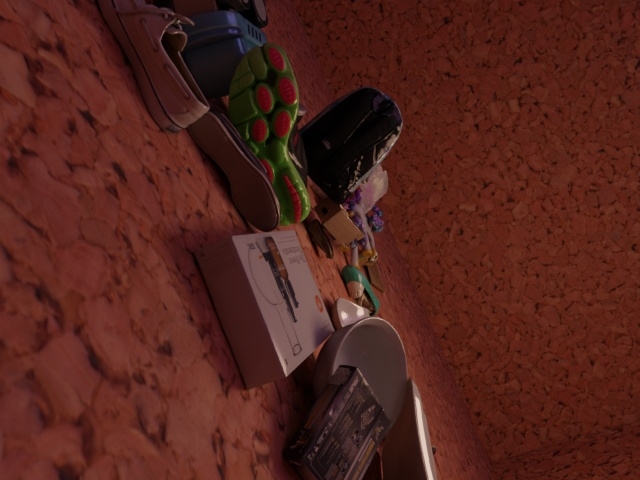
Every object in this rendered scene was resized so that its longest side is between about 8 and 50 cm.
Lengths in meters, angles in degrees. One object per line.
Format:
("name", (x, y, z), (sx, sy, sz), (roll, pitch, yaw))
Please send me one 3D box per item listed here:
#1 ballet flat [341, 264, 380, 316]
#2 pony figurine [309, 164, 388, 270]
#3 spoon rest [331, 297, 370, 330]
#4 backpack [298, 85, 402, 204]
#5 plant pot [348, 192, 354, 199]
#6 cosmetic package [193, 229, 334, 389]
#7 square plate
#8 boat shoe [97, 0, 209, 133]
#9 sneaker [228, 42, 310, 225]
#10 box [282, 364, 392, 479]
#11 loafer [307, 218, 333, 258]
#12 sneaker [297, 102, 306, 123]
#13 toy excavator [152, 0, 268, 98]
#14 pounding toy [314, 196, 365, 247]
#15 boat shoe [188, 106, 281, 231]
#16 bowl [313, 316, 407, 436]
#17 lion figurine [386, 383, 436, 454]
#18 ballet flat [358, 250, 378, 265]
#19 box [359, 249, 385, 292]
("ballet flat", (0.152, 0.199, 1.870), (0.247, 0.083, 0.087), (54, 34, -32))
("pony figurine", (0.135, -0.108, 1.973), (0.351, 0.302, 0.364), (57, 31, -57))
("spoon rest", (0.107, 0.253, 1.628), (0.276, 0.084, 0.137), (22, 46, -69))
("backpack", (0.101, -0.344, 1.657), (0.290, 0.355, 0.273), (44, 17, -3))
("plant pot", (0.092, -0.200, 2.199), (0.109, 0.096, 0.109), (35, 36, -62))
("cosmetic package", (-0.102, 0.126, 1.108), (0.377, 0.097, 0.285), (-13, 83, -74))
("square plate", (0.217, 0.582, 1.234), (0.344, 0.049, 0.347), (-87, -174, -56))
("boat shoe", (-0.325, -0.420, 1.029), (0.367, 0.156, 0.136), (67, 15, 0))
("sneaker", (-0.133, -0.273, 1.332), (0.202, 0.185, 0.483), (-101, -175, -58))
("box", (0.044, 0.409, 1.047), (0.231, 0.056, 0.183), (-51, 121, -36))
("loafer", (0.000, 0.000, 1.693), (0.148, 0.050, 0.056), (66, 10, 11))
("sneaker", (-0.192, -0.440, 1.631), (0.295, 0.147, 0.104), (39, 31, 14))
("toy excavator", (-0.229, -0.442, 1.377), (0.433, 0.222, 0.446), (-30, 110, -75))
("pounding toy", (0.069, -0.054, 1.751), (0.206, 0.094, 0.181), (48, 8, -33))
("boat shoe", (-0.190, -0.178, 1.216), (0.335, 0.112, 0.095), (57, 22, -19))
("bowl", (0.076, 0.333, 1.224), (0.297, 0.134, 0.298), (5, 83, -46))
("lion figurine", (0.205, 0.496, 1.524), (0.240, 0.142, 0.393), (7, -70, 64))
("ballet flat", (0.216, 0.074, 2.204), (0.080, 0.073, 0.232), (65, 23, 6))
("box", (0.242, 0.147, 2.337), (0.201, 0.021, 0.165), (39, 32, -60))
